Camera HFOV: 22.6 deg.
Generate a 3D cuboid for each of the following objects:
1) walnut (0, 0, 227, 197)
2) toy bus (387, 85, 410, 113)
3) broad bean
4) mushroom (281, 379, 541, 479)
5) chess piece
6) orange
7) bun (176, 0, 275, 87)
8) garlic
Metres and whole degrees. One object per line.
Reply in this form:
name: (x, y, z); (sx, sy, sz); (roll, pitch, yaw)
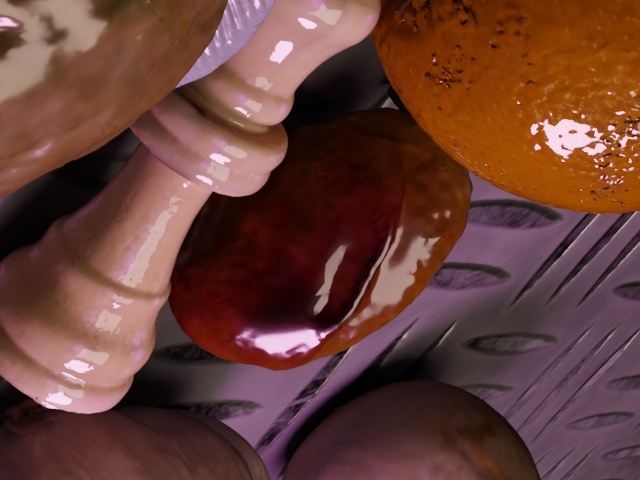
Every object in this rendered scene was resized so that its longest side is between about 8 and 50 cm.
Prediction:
walnut: (-0.171, -0.117, 0.598); (0.283, 0.227, 0.283); (-32, 165, -10)
toy bus: (0.146, -0.115, 1.193); (0.182, 0.091, 0.103); (-6, 138, -52)
broad bean: (-0.001, -0.002, 1.124); (0.228, 0.156, 0.122); (-39, -173, 7)
mushroom: (0.075, 0.286, 1.619); (0.292, 0.292, 0.290); (-27, -177, -27)
chess piece: (-0.068, -0.074, 0.953); (0.117, 0.117, 0.397); (2, 129, -55)
orange: (0.167, -0.147, 0.973); (0.274, 0.274, 0.274); (-32, 153, -18)
bun: (-0.092, -0.144, 0.833); (0.141, 0.083, 0.141); (-20, 141, -17)
garlic: (-0.176, 0.255, 1.222); (0.322, 0.241, 0.322); (-13, 152, -7)
